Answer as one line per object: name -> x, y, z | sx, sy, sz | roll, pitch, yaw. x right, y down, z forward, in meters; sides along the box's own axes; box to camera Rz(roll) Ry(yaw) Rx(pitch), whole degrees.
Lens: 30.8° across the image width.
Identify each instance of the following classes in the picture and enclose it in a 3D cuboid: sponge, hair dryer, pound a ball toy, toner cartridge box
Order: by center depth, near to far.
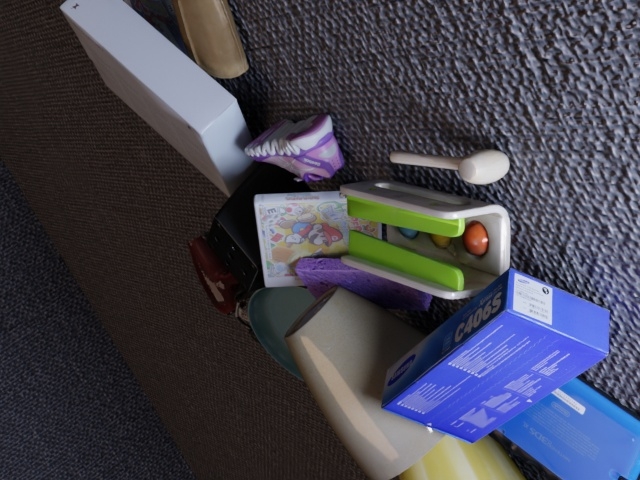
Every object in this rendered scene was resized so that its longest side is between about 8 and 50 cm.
toner cartridge box -> 0.241, 0.174, 1.660 | 0.165, 0.075, 0.348 | 24, 142, -15
pound a ball toy -> 0.166, -0.045, 1.680 | 0.319, 0.136, 0.208 | 16, 111, 54
sponge -> 0.071, 0.072, 1.951 | 0.210, 0.031, 0.117 | 0, 144, 31
hair dryer -> -0.184, 0.080, 2.555 | 0.293, 0.080, 0.223 | 33, 133, 29

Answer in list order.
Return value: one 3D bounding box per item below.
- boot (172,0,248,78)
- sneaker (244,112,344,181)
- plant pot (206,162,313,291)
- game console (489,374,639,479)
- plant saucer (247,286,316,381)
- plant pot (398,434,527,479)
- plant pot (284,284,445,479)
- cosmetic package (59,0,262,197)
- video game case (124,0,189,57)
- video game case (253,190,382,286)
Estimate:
boot -> -0.238, -0.418, 1.936 | 0.236, 0.089, 0.269 | 35, 152, 40
sneaker -> -0.039, -0.143, 1.941 | 0.104, 0.095, 0.236 | 55, 157, -21
plant pot -> -0.101, -0.016, 2.124 | 0.187, 0.167, 0.188 | 51, 157, 9
game console -> 0.395, 0.303, 1.811 | 0.293, 0.173, 0.250 | 35, 119, 35
plant saucer -> 0.005, 0.187, 2.253 | 0.318, 0.043, 0.317 | 23, 144, 18
plant pot -> 0.243, 0.433, 2.022 | 0.239, 0.254, 0.254 | 66, 158, 11
plant pot -> 0.078, 0.215, 1.936 | 0.274, 0.256, 0.256 | 45, 157, -5
cosmetic package -> -0.279, -0.269, 2.103 | 0.377, 0.097, 0.284 | 42, 171, 19
video game case -> -0.296, -0.399, 2.145 | 0.201, 0.023, 0.183 | 29, 146, 43
video game case -> 0.000, 0.000, 1.954 | 0.227, 0.206, 0.026 | 86, -178, -50
